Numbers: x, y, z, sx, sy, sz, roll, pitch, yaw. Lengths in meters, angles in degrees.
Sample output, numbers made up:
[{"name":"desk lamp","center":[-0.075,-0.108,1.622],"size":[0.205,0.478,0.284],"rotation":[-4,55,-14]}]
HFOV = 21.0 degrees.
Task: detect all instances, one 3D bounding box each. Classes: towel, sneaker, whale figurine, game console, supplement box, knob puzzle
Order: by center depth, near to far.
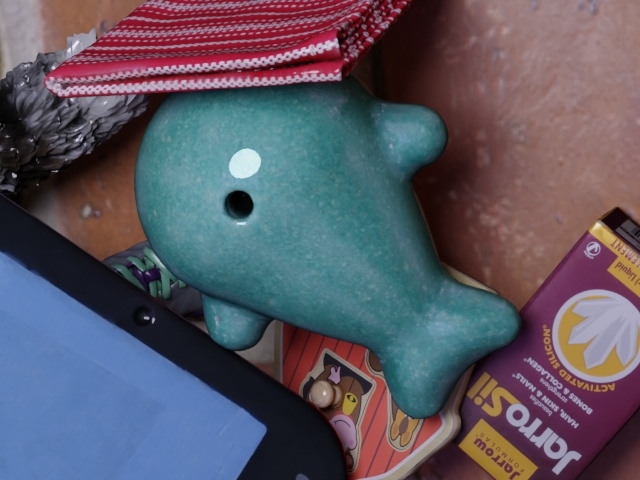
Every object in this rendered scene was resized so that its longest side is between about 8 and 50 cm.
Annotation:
[{"name":"whale figurine","center":[0.000,0.000,1.107],"size":[0.272,0.141,0.216],"rotation":[46,106,0]},{"name":"towel","center":[-0.038,-0.154,1.130],"size":[0.199,0.275,0.031],"rotation":[-2,113,20]},{"name":"game console","center":[-0.203,0.179,1.131],"size":[0.386,0.060,0.342],"rotation":[35,73,-11]},{"name":"supplement box","center":[0.177,0.083,1.183],"size":[0.104,0.081,0.188],"rotation":[41,108,10]},{"name":"knob puzzle","center":[0.024,0.091,1.218],"size":[0.213,0.030,0.213],"rotation":[-9,77,43]},{"name":"sneaker","center":[-0.110,0.029,1.267],"size":[0.224,0.098,0.083],"rotation":[-28,88,21]}]

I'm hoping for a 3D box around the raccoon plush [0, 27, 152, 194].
[{"name":"raccoon plush","center":[-0.299,0.063,1.218],"size":[0.446,0.216,0.299],"rotation":[-30,65,28]}]
